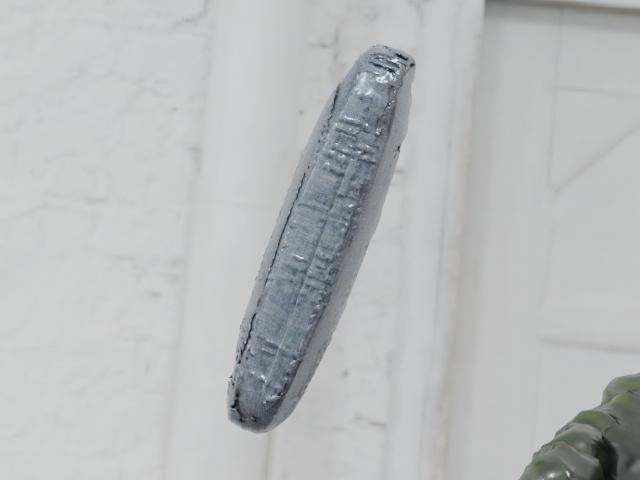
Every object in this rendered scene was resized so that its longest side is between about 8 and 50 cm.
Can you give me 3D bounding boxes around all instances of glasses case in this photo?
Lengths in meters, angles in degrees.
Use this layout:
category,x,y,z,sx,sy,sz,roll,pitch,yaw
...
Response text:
category,x,y,z,sx,sy,sz,roll,pitch,yaw
glasses case,0.000,0.000,0.944,0.067,0.282,0.109,23,6,3

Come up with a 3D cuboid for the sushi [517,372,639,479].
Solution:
category,x,y,z,sx,sy,sz,roll,pitch,yaw
sushi,0.199,0.176,0.366,0.352,0.178,0.294,19,19,33
